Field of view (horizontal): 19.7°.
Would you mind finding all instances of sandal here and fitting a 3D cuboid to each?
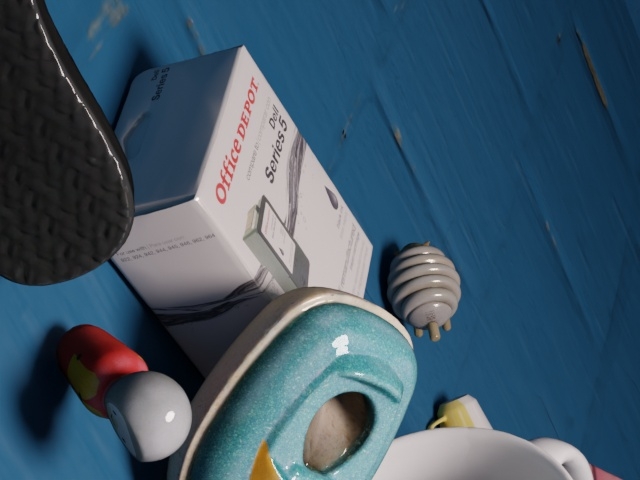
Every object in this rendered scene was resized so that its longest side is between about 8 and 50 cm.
[{"bbox_3d":[-0.264,-0.175,1.312,0.107,0.168,0.445,-109,-178,-65],"label":"sandal"}]

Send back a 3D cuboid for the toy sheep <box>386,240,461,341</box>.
[{"bbox_3d":[0.114,0.056,2.026,0.091,0.091,0.132,43,23,-50],"label":"toy sheep"}]

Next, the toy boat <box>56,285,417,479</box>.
[{"bbox_3d":[-0.063,0.152,1.472,0.318,0.148,0.267,23,99,-41],"label":"toy boat"}]

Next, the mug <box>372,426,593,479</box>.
[{"bbox_3d":[0.161,0.349,1.719,0.374,0.276,0.328,-53,140,-35],"label":"mug"}]

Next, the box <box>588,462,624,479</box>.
[{"bbox_3d":[0.299,0.357,2.211,0.232,0.127,0.148,30,52,-58],"label":"box"}]

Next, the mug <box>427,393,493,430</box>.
[{"bbox_3d":[0.160,0.210,2.077,0.064,0.062,0.078,69,18,2],"label":"mug"}]

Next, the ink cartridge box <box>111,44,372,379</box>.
[{"bbox_3d":[-0.072,-0.003,1.629,0.273,0.115,0.198,56,32,-37],"label":"ink cartridge box"}]
